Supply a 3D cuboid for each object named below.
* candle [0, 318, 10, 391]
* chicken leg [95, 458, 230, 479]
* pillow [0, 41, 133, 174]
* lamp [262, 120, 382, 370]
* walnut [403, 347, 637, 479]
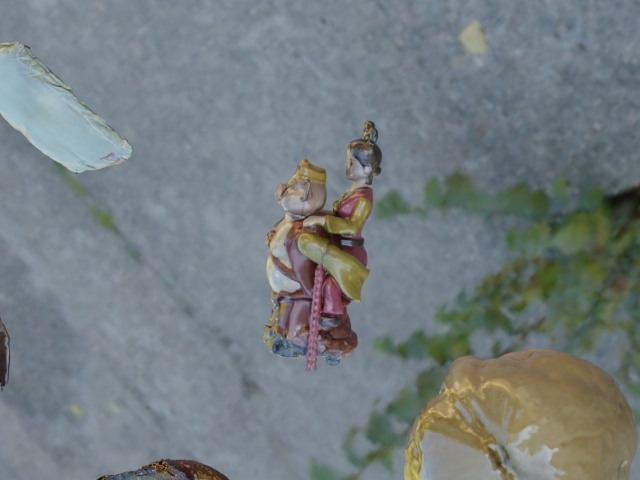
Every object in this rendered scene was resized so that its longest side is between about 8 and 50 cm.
[{"bbox_3d":[-0.390,0.039,1.179,0.287,0.131,0.316,-16,74,33],"label":"candle"},{"bbox_3d":[-0.104,0.189,1.124,0.145,0.037,0.062,-9,87,14],"label":"chicken leg"},{"bbox_3d":[-0.357,-0.170,2.001,0.128,0.051,0.229,-18,130,42],"label":"pillow"},{"bbox_3d":[0.000,0.000,1.589,0.118,0.118,0.253,16,105,38],"label":"lamp"},{"bbox_3d":[0.128,0.138,0.979,0.149,0.167,0.166,59,152,16],"label":"walnut"}]
